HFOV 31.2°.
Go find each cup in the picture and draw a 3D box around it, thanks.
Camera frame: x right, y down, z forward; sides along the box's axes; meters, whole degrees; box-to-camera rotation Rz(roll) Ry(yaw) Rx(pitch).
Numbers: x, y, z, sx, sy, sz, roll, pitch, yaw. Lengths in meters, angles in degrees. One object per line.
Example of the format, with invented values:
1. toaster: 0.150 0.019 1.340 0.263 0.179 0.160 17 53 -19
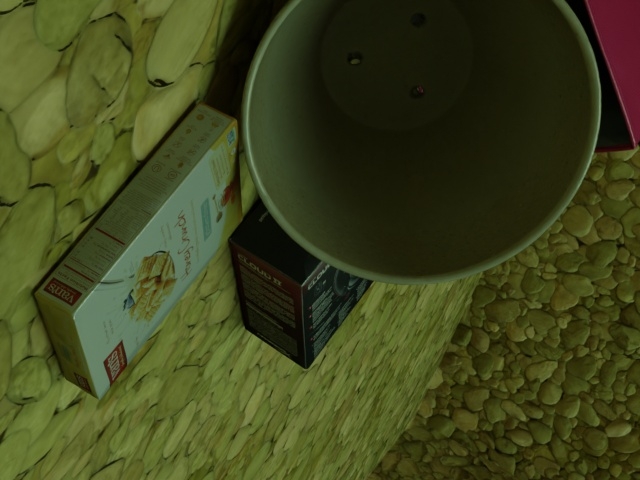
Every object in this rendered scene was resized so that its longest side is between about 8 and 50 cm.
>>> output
1. cup: 0.087 -0.156 1.148 0.237 0.331 0.331 -97 -153 -64

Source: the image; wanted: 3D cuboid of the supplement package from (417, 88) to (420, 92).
1. supplement package: 0.203 -0.248 1.635 0.134 0.139 0.244 -53 165 -29

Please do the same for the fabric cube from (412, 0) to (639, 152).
1. fabric cube: 0.270 -0.272 1.338 0.258 0.259 0.254 -48 123 -35

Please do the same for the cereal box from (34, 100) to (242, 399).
1. cereal box: -0.156 0.012 1.043 0.240 0.047 0.173 -55 164 -27

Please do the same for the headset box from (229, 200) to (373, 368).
1. headset box: 0.000 0.000 1.422 0.218 0.110 0.293 -52 163 -21
